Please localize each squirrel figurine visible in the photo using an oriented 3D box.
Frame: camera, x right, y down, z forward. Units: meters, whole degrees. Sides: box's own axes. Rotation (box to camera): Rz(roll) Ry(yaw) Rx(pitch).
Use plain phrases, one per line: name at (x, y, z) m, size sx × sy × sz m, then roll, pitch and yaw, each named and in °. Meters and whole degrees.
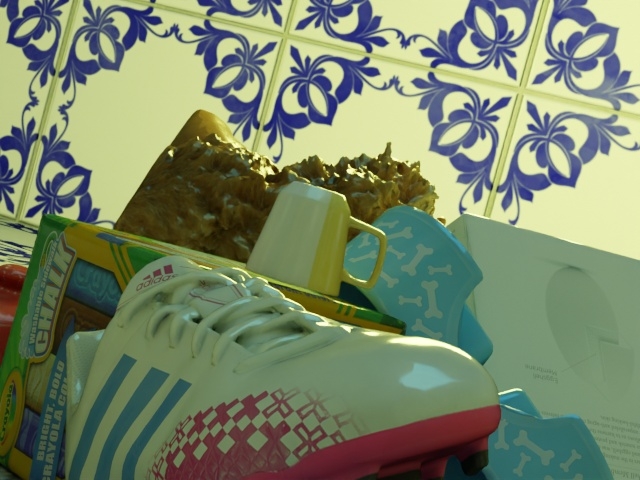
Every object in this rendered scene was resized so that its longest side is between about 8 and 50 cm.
squirrel figurine at (-0.018, 0.060, 1.644) m, size 0.370 × 0.281 × 0.397 m, roll 33°, pitch -19°, yaw -4°

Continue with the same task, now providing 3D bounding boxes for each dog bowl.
dog bowl at (0.090, 0.119, 1.204) m, size 0.074 × 0.297 × 0.166 m, roll -26°, pitch -18°, yaw -25°

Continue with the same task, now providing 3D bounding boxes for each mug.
mug at (-0.004, -0.001, 1.121) m, size 0.078 × 0.064 × 0.062 m, roll 17°, pitch 0°, yaw -31°

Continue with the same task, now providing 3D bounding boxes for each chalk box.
chalk box at (-0.107, 0.093, 1.198) m, size 0.180 × 0.179 × 0.289 m, roll 15°, pitch 2°, yaw -33°

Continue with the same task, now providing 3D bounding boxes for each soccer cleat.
soccer cleat at (-0.044, 0.066, 0.805) m, size 0.116 × 0.143 × 0.331 m, roll -8°, pitch -10°, yaw -32°

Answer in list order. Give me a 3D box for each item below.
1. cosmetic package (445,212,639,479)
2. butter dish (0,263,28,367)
cosmetic package at (0.177, 0.125, 1.444) m, size 0.224 × 0.225 × 0.138 m, roll 15°, pitch -34°, yaw -31°
butter dish at (-0.256, 0.077, 1.402) m, size 0.160 × 0.118 × 0.160 m, roll 14°, pitch 1°, yaw -24°
